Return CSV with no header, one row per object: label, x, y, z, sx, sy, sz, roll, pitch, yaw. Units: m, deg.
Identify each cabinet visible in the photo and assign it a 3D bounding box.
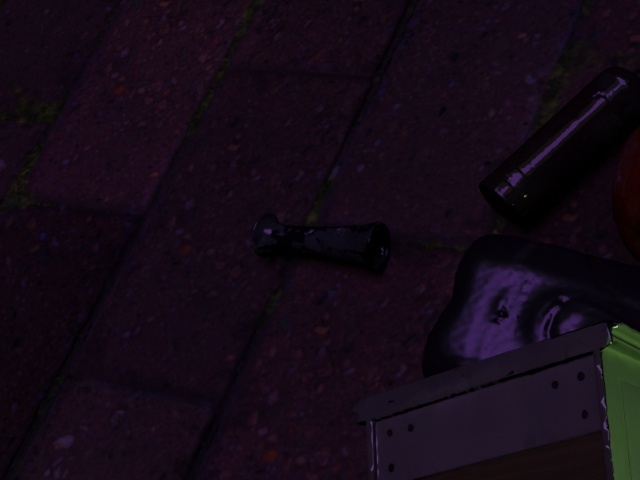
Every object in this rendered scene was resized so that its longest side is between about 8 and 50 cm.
cabinet,0.211,0.277,1.245,0.290,0.227,0.318,-24,57,39

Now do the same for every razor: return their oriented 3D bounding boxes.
razor,0.276,0.113,1.490,0.349,0.113,0.204,15,68,33

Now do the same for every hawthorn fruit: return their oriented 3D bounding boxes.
hawthorn fruit,0.383,-0.044,1.522,0.172,0.173,0.173,-14,51,18

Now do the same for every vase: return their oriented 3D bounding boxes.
vase,0.000,0.000,1.761,0.167,0.059,0.059,5,59,31

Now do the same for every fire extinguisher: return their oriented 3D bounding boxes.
fire extinguisher,0.308,-0.120,1.686,0.267,0.072,0.089,-42,83,-7
